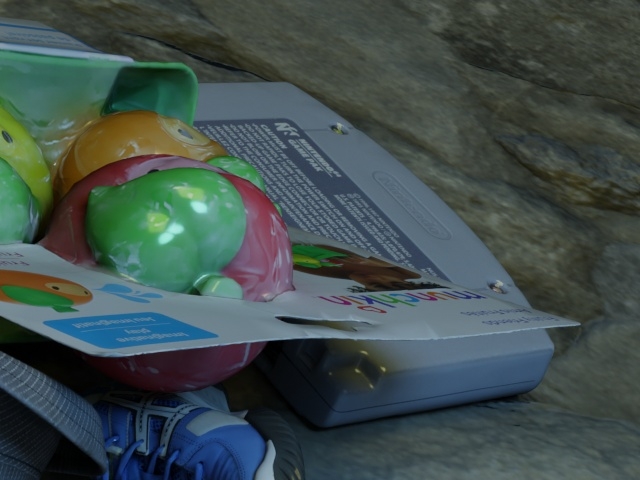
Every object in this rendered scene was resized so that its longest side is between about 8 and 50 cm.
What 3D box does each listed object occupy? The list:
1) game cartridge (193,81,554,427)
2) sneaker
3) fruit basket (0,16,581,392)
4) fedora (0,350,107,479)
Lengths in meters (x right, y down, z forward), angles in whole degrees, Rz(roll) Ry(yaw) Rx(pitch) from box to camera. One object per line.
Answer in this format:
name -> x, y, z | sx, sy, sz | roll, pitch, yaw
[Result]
game cartridge -> 0.000, 0.000, 1.182 | 0.196, 0.060, 0.294 | -8, 42, -38
sneaker -> -0.065, 0.112, 0.896 | 0.081, 0.080, 0.211 | -6, 10, -24
fruit basket -> -0.101, -0.015, 0.923 | 0.353, 0.165, 0.327 | 13, 8, 40
fedora -> -0.218, 0.084, 0.747 | 0.244, 0.124, 0.275 | 6, -18, 35
